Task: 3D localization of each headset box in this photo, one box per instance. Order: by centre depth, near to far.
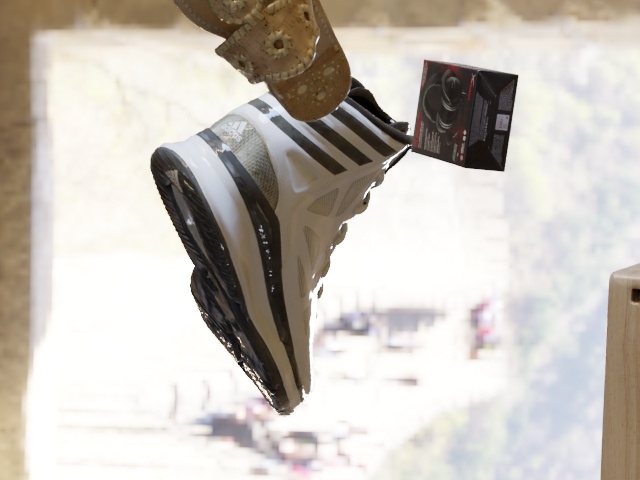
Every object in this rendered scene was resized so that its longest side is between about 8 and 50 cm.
[{"bbox_3d":[0.089,-0.080,1.122,0.083,0.032,0.062,-155,-109,-63],"label":"headset box"}]

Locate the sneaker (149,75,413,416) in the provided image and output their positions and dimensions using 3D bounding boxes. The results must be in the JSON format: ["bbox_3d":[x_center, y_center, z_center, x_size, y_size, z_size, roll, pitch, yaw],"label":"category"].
[{"bbox_3d":[0.001,0.000,1.798,0.169,0.257,0.447,48,-16,31],"label":"sneaker"}]

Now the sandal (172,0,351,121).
[{"bbox_3d":[-0.023,-0.137,1.208,0.079,0.088,0.240,52,2,34],"label":"sandal"}]

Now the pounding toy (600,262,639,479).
[{"bbox_3d":[0.171,0.036,0.767,0.181,0.094,0.206,-12,105,-56],"label":"pounding toy"}]
